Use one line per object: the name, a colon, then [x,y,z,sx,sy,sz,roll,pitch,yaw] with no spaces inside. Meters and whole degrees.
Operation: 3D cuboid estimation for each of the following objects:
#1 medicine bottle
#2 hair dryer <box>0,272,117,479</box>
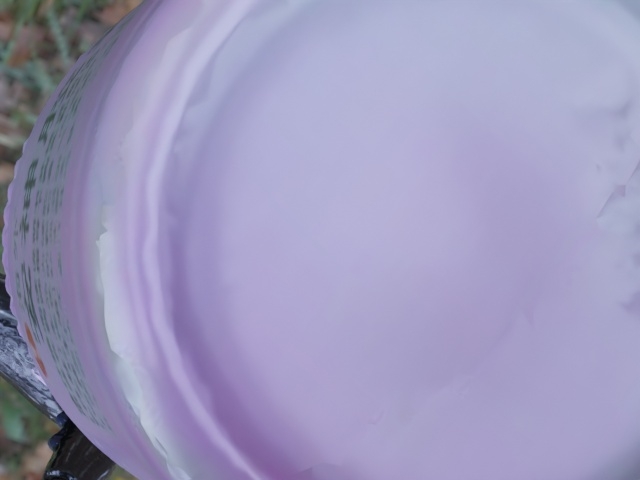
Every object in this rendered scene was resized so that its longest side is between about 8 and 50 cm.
medicine bottle: [0.000,0.000,0.577,0.178,0.178,0.291,25,175,-13]
hair dryer: [-0.138,0.082,0.939,0.195,0.219,0.075,28,108,-8]
